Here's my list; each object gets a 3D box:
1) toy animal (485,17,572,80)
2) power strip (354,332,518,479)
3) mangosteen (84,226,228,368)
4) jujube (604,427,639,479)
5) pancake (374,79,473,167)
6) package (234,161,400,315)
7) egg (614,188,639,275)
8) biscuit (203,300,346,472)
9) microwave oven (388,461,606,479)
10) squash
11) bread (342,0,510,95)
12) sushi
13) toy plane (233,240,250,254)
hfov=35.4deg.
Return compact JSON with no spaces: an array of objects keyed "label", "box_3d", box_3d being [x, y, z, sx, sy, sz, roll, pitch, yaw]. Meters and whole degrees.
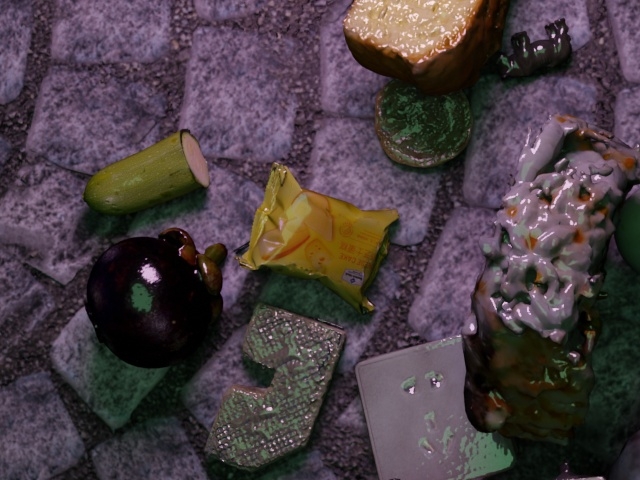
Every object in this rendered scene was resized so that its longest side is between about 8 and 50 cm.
[{"label":"toy animal","box_3d":[0.294,-0.269,1.445,0.135,0.047,0.065,-17,93,2]},{"label":"power strip","box_3d":[0.165,0.251,1.429,0.198,0.064,0.213,-16,71,9]},{"label":"mangosteen","box_3d":[-0.222,0.076,1.447,0.230,0.194,0.194,-26,83,-20]},{"label":"jujube","box_3d":[0.496,0.363,1.283,0.308,0.246,0.215,49,130,-5]},{"label":"pancake","box_3d":[0.152,-0.180,1.473,0.151,0.025,0.152,0,87,10]},{"label":"package","box_3d":[0.000,0.000,1.437,0.226,0.090,0.168,19,89,-16]},{"label":"egg","box_3d":[0.492,-0.007,1.349,0.192,0.149,0.149,13,89,-2]},{"label":"biscuit","box_3d":[-0.068,0.223,1.474,0.147,0.046,0.250,21,90,8]},{"label":"microwave oven","box_3d":[0.205,0.431,1.231,0.333,0.394,0.247,-9,65,7]},{"label":"squash","box_3d":[-0.266,-0.090,1.502,0.188,0.095,0.095,-21,84,12]},{"label":"bread","box_3d":[0.162,-0.328,1.392,0.194,0.179,0.340,15,66,17]},{"label":"sushi","box_3d":[0.287,0.040,1.256,0.175,0.417,0.418,15,89,11]},{"label":"toy plane","box_3d":[-0.070,0.001,1.495,0.120,0.031,0.049,-34,74,8]}]
